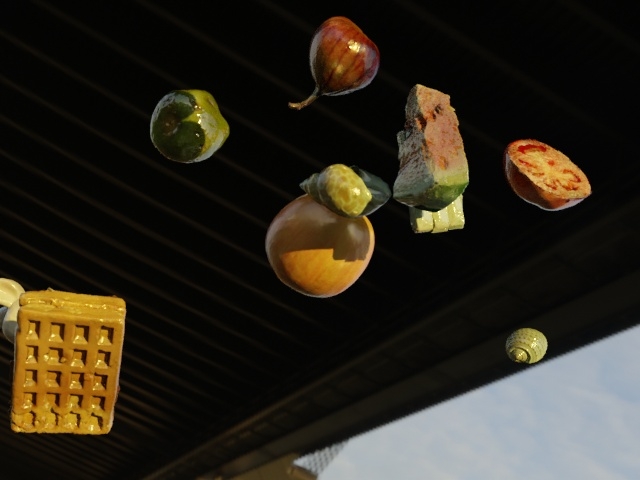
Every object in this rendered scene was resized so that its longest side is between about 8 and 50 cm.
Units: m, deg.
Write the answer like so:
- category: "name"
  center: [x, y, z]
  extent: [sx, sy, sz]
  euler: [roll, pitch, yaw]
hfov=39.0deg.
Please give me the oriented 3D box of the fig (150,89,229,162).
- category: "fig"
  center: [-0.325, -0.302, 2.466]
  extent: [0.206, 0.206, 0.275]
  euler: [5, -1, 29]

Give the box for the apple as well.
- category: "apple"
  center: [0.000, 0.000, 2.121]
  extent: [0.242, 0.242, 0.241]
  euler: [33, -63, -17]

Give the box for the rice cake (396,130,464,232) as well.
- category: "rice cake"
  center: [0.226, -0.121, 1.837]
  extent: [0.124, 0.211, 0.038]
  euler: [-5, 2, -15]

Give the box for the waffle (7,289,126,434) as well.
- category: "waffle"
  center: [-0.522, 0.260, 1.858]
  extent: [0.224, 0.098, 0.328]
  euler: [8, -62, -13]

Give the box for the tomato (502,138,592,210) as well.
- category: "tomato"
  center: [0.519, -0.141, 2.115]
  extent: [0.225, 0.225, 0.085]
  euler: [26, -56, -5]

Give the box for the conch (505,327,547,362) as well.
- category: "conch"
  center: [0.406, 0.201, 1.779]
  extent: [0.076, 0.085, 0.057]
  euler: [7, -34, 27]

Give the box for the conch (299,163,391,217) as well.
- category: "conch"
  center: [0.055, -0.099, 1.851]
  extent: [0.173, 0.116, 0.106]
  euler: [8, -43, -15]

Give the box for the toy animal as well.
- category: "toy animal"
  center: [-0.648, 0.219, 2.119]
  extent: [0.325, 0.154, 0.208]
  euler: [31, -46, 12]

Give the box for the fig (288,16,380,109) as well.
- category: "fig"
  center: [0.044, -0.358, 1.851]
  extent: [0.149, 0.202, 0.148]
  euler: [8, 1, 43]

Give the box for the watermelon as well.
- category: "watermelon"
  center: [0.215, -0.189, 1.748]
  extent: [0.094, 0.241, 0.154]
  euler: [7, -18, -26]
